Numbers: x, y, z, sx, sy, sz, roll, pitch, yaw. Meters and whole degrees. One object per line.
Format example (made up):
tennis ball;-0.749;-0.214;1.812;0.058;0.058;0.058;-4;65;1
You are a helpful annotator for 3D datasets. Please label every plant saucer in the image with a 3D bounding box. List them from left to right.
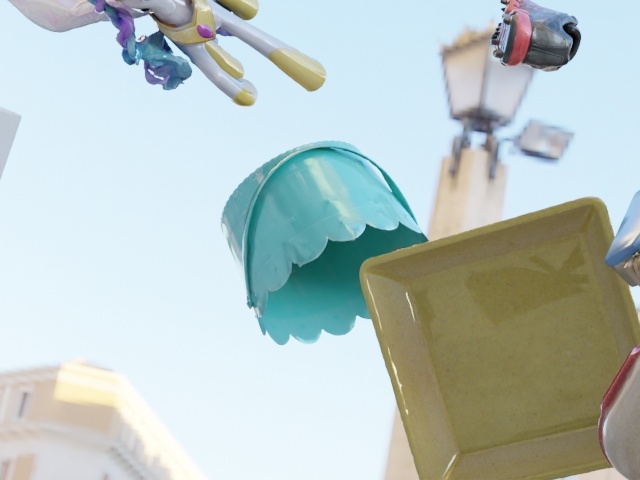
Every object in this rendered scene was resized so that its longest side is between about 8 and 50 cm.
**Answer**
plant saucer;0.252;0.140;1.809;0.332;0.333;0.081;-16;0;20

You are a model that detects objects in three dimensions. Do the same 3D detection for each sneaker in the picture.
sneaker;0.344;-0.329;2.262;0.135;0.098;0.276;11;19;0

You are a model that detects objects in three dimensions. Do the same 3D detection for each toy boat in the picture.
toy boat;0.360;0.160;1.249;0.231;0.151;0.151;27;18;-1

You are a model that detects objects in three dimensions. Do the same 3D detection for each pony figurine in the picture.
pony figurine;-0.198;-0.326;1.792;0.363;0.303;0.351;29;16;-49

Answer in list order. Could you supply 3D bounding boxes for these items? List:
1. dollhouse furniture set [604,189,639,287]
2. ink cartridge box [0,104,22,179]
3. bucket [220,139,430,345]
dollhouse furniture set;0.514;0.012;1.591;0.286;0.303;0.198;46;-45;-8
ink cartridge box;-0.489;-0.053;1.642;0.211;0.289;0.121;26;8;39
bucket;0.000;0.000;2.036;0.281;0.183;0.281;-24;-29;-14
